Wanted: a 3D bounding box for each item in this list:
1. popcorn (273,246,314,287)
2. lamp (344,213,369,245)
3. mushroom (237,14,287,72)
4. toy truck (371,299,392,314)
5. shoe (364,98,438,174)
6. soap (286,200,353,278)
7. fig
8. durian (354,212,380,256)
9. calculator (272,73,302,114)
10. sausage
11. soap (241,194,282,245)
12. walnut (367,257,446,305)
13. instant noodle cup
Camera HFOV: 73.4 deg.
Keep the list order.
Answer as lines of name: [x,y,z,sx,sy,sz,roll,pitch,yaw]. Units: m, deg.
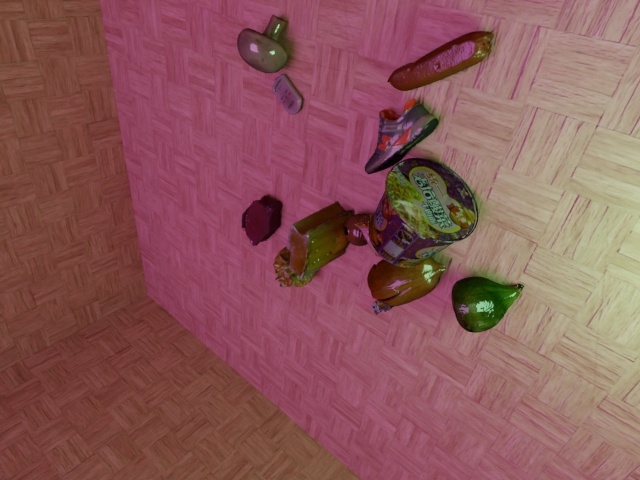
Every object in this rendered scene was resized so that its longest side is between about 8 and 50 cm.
popcorn: [-0.129,0.130,2.106,0.218,0.189,0.169,46,139,15]
lamp: [0.162,-0.043,1.771,0.136,0.136,0.136,22,127,33]
mushroom: [-0.212,-0.775,1.679,0.207,0.207,0.215,36,103,23]
toy truck: [0.281,0.283,1.912,0.123,0.052,0.062,-31,86,47]
shoe: [0.244,-0.374,1.514,0.336,0.132,0.171,-39,80,46]
soap: [0.000,0.000,1.843,0.143,0.281,0.259,32,132,29]
fig: [0.590,0.216,1.495,0.235,0.203,0.203,-12,106,24]
durian: [0.230,-0.025,1.687,0.132,0.165,0.182,-26,94,23]
calculator: [-0.140,-0.612,1.799,0.175,0.032,0.100,55,138,5]
sausage: [0.358,-0.539,1.323,0.348,0.097,0.093,-11,98,47]
soap: [-0.293,-0.113,2.184,0.182,0.112,0.289,53,137,2]
walnut: [0.338,0.142,1.674,0.336,0.209,0.209,-23,97,38]
instant noodle cup: [0.323,-0.075,1.482,0.340,0.340,0.266,48,146,11]
